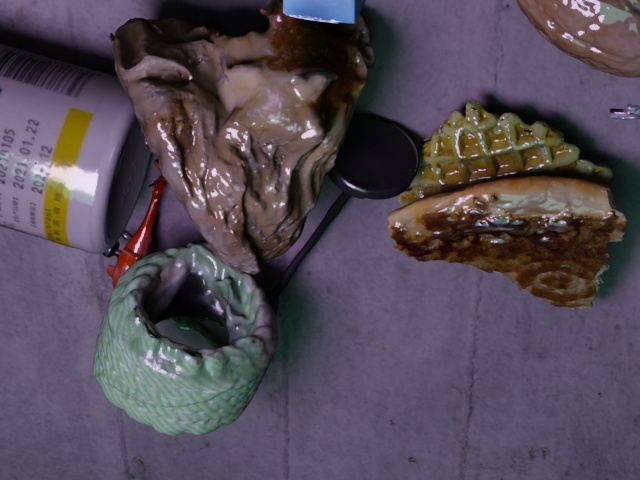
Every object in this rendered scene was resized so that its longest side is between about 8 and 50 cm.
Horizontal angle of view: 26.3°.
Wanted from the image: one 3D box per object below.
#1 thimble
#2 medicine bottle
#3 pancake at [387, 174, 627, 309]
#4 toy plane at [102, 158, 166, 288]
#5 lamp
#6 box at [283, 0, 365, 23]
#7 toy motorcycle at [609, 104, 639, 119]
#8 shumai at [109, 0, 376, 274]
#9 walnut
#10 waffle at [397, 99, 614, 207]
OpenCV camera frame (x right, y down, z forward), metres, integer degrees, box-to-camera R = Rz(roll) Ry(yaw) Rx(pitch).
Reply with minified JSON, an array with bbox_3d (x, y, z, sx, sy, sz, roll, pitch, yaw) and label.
[{"bbox_3d":[-0.162,0.115,1.656,0.219,0.219,0.150,23,130,-2],"label":"thimble"},{"bbox_3d":[-0.381,-0.125,1.596,0.340,0.208,0.208,16,128,4],"label":"medicine bottle"},{"bbox_3d":[0.236,0.007,1.579,0.266,0.057,0.244,-11,141,30],"label":"pancake"},{"bbox_3d":[-0.216,0.000,1.728,0.126,0.077,0.194,45,126,-2],"label":"toy plane"},{"bbox_3d":[-0.030,-0.014,1.660,0.109,0.130,0.371,23,140,-26],"label":"lamp"},{"bbox_3d":[0.016,-0.351,1.357,0.083,0.142,0.232,9,128,9],"label":"box"},{"bbox_3d":[0.496,-0.144,1.345,0.401,0.207,0.134,11,99,12],"label":"toy motorcycle"},{"bbox_3d":[-0.049,-0.135,1.497,0.262,0.267,0.314,-23,110,5],"label":"shumai"},{"bbox_3d":[0.278,-0.260,1.332,0.230,0.178,0.178,38,129,10],"label":"walnut"},{"bbox_3d":[0.207,-0.062,1.576,0.208,0.054,0.214,25,134,-7],"label":"waffle"}]
